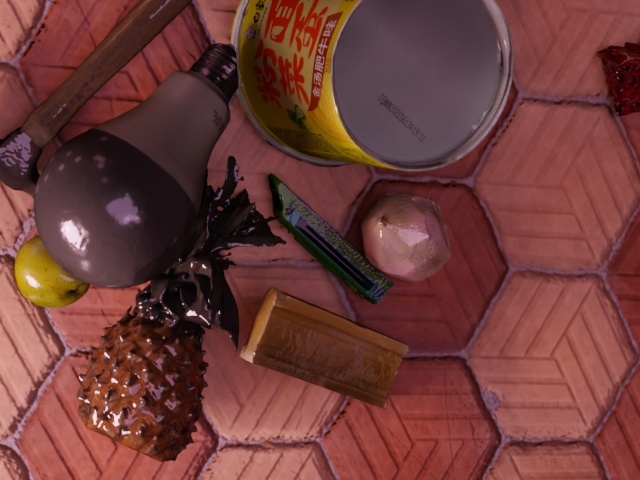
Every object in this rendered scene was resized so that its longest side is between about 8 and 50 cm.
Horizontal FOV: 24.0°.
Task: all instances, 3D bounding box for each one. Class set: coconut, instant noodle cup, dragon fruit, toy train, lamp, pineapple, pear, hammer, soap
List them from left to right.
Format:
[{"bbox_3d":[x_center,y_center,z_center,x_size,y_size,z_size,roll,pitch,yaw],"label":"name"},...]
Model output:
[{"bbox_3d":[-0.311,0.038,1.753,0.092,0.097,0.092,-10,103,-47],"label":"pear"},{"bbox_3d":[-0.221,-0.229,1.729,0.440,0.044,0.168,-43,110,6],"label":"hammer"},{"bbox_3d":[-0.189,-0.077,1.714,0.314,0.182,0.182,-45,108,-32],"label":"lamp"},{"bbox_3d":[-0.161,0.076,1.773,0.165,0.165,0.364,25,87,-18],"label":"pineapple"},{"bbox_3d":[0.000,0.000,1.873,0.209,0.044,0.042,42,85,-16],"label":"toy train"},{"bbox_3d":[0.008,0.134,1.840,0.252,0.037,0.092,25,87,-44],"label":"soap"},{"bbox_3d":[0.073,-0.217,1.754,0.311,0.221,0.311,-7,106,-24],"label":"instant noodle cup"},{"bbox_3d":[0.103,-0.009,1.860,0.110,0.110,0.124,-61,148,-3],"label":"coconut"},{"bbox_3d":[0.431,-0.229,1.985,0.131,0.063,0.097,-14,132,-15],"label":"dragon fruit"}]
